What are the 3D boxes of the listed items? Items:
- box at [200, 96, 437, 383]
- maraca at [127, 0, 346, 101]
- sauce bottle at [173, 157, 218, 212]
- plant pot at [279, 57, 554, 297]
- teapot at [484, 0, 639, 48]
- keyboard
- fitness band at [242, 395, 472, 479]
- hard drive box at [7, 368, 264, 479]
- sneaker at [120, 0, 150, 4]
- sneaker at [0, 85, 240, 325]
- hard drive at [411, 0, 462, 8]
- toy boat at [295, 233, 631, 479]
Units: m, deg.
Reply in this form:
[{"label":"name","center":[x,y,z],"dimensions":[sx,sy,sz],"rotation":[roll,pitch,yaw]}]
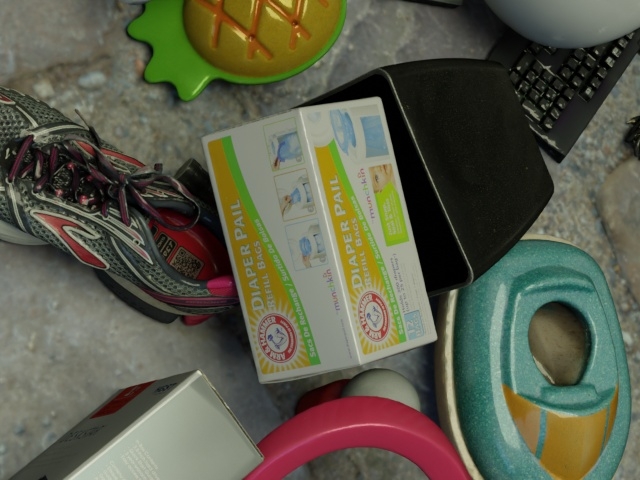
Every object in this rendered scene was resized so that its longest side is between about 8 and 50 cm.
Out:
[{"label":"box","center":[0.000,0.000,1.458],"dimensions":[0.114,0.103,0.203],"rotation":[-14,91,-53]},{"label":"maraca","center":[-0.069,-0.188,1.574],"dimensions":[0.186,0.099,0.127],"rotation":[-20,80,-3]},{"label":"sauce bottle","center":[-0.069,-0.020,1.575],"dimensions":[0.128,0.042,0.042],"rotation":[41,67,-13]},{"label":"plant pot","center":[0.085,-0.059,1.589],"dimensions":[0.167,0.187,0.188],"rotation":[-27,94,-41]},{"label":"teapot","center":[0.213,-0.309,1.639],"dimensions":[0.187,0.256,0.252],"rotation":[39,60,-37]},{"label":"keyboard","center":[0.299,-0.202,1.794],"dimensions":[0.201,0.033,0.317],"rotation":[42,67,-15]},{"label":"fitness band","center":[0.034,0.250,1.495],"dimensions":[0.209,0.054,0.291],"rotation":[-25,122,1]},{"label":"hard drive box","center":[-0.182,0.207,1.403],"dimensions":[0.232,0.181,0.089],"rotation":[-38,98,-27]},{"label":"sneaker","center":[-0.160,-0.366,1.524],"dimensions":[0.210,0.137,0.366],"rotation":[-31,79,-12]},{"label":"sneaker","center":[-0.179,-0.039,1.483],"dimensions":[0.299,0.112,0.121],"rotation":[29,70,-19]},{"label":"hard drive","center":[0.067,-0.267,1.692],"dimensions":[0.135,0.022,0.094],"rotation":[6,79,-25]},{"label":"toy boat","center":[0.140,0.131,1.593],"dimensions":[0.318,0.148,0.267],"rotation":[-7,85,-28]}]
